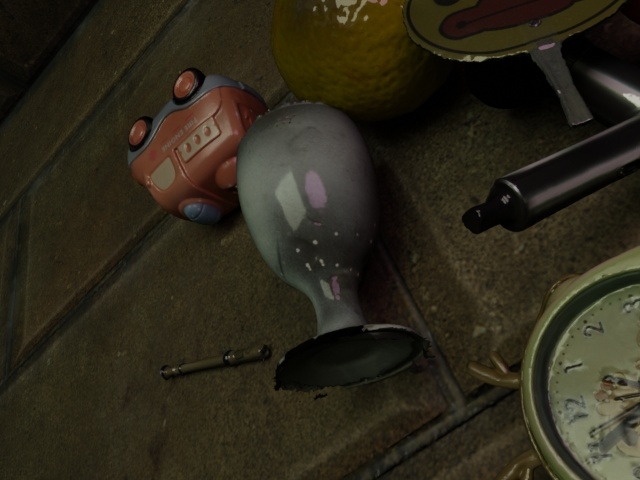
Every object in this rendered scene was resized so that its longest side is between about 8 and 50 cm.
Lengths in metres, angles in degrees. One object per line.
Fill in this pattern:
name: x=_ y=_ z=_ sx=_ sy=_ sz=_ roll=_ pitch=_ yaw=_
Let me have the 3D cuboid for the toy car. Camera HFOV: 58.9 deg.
toy car: x=-0.197 y=-0.142 z=0.992 sx=0.270 sy=0.180 sz=0.212 roll=-37 pitch=57 yaw=21

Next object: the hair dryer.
hair dryer: x=0.226 y=-0.131 z=0.523 sx=0.320 sy=0.284 sz=0.155 roll=59 pitch=143 yaw=41

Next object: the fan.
fan: x=0.197 y=-0.221 z=0.540 sx=0.230 sy=0.011 sz=0.335 roll=-16 pitch=50 yaw=14

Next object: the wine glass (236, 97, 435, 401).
wine glass: x=0.002 y=-0.001 z=0.699 sx=0.190 sy=0.190 sz=0.357 roll=-33 pitch=52 yaw=25

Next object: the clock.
clock: x=0.273 y=0.124 z=0.459 sx=0.308 sy=0.096 sz=0.235 roll=-24 pitch=55 yaw=32

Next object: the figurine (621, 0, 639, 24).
figurine: x=0.353 y=-0.228 z=0.551 sx=0.075 sy=0.140 sz=0.068 roll=-142 pitch=77 yaw=-87

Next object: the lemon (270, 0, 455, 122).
lemon: x=0.060 y=-0.281 z=0.770 sx=0.267 sy=0.267 sz=0.267 roll=-21 pitch=55 yaw=34

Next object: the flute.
flute: x=-0.169 y=0.189 z=0.883 sx=0.233 sy=0.027 sz=0.027 roll=-19 pitch=56 yaw=35
